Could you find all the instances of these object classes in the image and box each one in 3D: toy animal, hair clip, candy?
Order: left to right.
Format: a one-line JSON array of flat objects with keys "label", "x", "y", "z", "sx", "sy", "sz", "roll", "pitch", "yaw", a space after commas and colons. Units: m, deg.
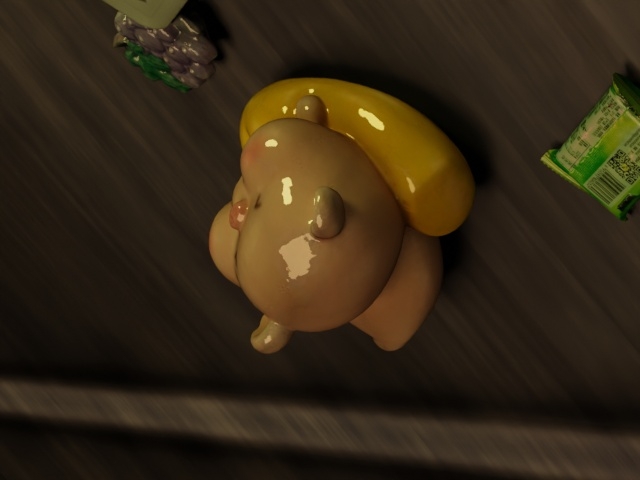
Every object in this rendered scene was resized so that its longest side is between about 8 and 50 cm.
[{"label": "hair clip", "x": -0.170, "y": -0.220, "z": 2.109, "sx": 0.124, "sy": 0.052, "sz": 0.195, "roll": 41, "pitch": 158, "yaw": -7}, {"label": "toy animal", "x": -0.017, "y": -0.010, "z": 1.981, "sx": 0.277, "sy": 0.247, "sz": 0.345, "roll": 36, "pitch": 151, "yaw": 15}, {"label": "candy", "x": 0.273, "y": -0.082, "z": 1.751, "sx": 0.102, "sy": 0.032, "sz": 0.178, "roll": 44, "pitch": 153, "yaw": 6}]

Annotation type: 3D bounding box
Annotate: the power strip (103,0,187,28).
[{"label": "power strip", "x": -0.214, "y": -0.358, "z": 1.919, "sx": 0.261, "sy": 0.141, "sz": 0.229, "roll": 32, "pitch": 154, "yaw": -10}]
